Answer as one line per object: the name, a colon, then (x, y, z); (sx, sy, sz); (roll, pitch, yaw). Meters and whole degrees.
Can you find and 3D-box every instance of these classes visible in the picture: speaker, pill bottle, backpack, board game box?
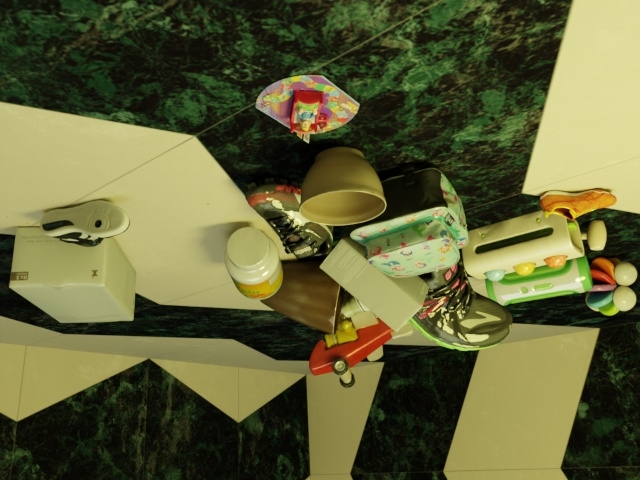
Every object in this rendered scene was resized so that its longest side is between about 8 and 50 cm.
speaker: (0.671, 0.122, 1.784); (0.296, 0.131, 0.131); (-14, 157, 28)
pill bottle: (-0.170, 0.057, 1.464); (0.136, 0.137, 0.246); (-3, 160, -1)
backpack: (0.200, -0.028, 1.236); (0.225, 0.191, 0.253); (-16, 160, 23)
board game box: (-0.018, -0.203, 0.930); (0.133, 0.033, 0.168); (-17, 156, 34)

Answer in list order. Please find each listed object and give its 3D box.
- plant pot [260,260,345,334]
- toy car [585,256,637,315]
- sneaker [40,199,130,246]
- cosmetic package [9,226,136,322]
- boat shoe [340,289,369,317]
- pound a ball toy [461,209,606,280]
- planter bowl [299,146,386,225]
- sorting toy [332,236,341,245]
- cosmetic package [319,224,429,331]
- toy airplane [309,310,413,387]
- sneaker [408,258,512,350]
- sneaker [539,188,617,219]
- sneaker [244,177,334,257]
plant pot: (-0.052, 0.147, 1.677); (0.230, 0.216, 0.215); (10, 161, 8)
toy car: (0.877, 0.138, 1.789); (0.136, 0.182, 0.159); (10, 172, -20)
sneaker: (-0.492, -0.032, 1.278); (0.216, 0.079, 0.121); (-1, 165, 18)
cosmetic package: (-0.621, 0.100, 1.498); (0.217, 0.156, 0.385); (0, 159, -9)
boat shoe: (0.114, 0.160, 1.732); (0.094, 0.109, 0.302); (-24, 178, 10)
pound a ball toy: (0.558, 0.027, 1.495); (0.319, 0.136, 0.208); (-17, 156, 35)
planter bowl: (0.038, -0.107, 1.088); (0.161, 0.109, 0.162); (-3, 159, -1)
sorting toy: (0.000, 0.000, 1.489); (0.101, 0.042, 0.061); (-21, 172, 13)
cosmetic package: (0.129, 0.084, 1.341); (0.238, 0.127, 0.107); (37, 116, 1)
toy airplane: (0.153, 0.327, 2.148); (0.384, 0.272, 0.386); (1, 126, -41)
sneaker: (0.298, 0.124, 1.462); (0.482, 0.185, 0.202); (29, 144, -11)
sneaker: (0.588, -0.077, 1.315); (0.174, 0.068, 0.064); (-5, 158, -1)
sneaker: (-0.055, -0.039, 1.228); (0.097, 0.135, 0.276); (-14, 156, 32)
